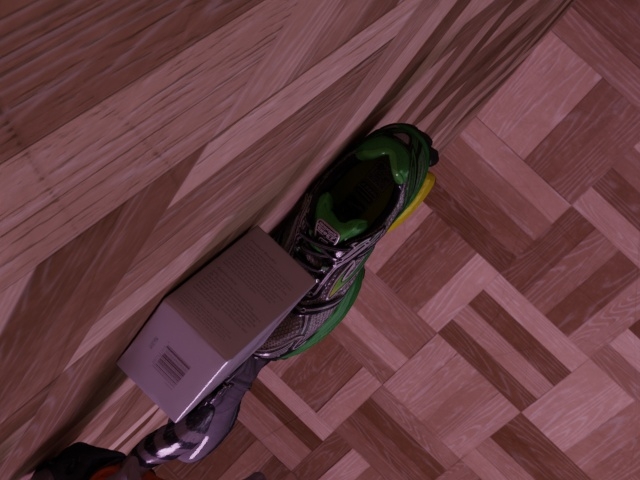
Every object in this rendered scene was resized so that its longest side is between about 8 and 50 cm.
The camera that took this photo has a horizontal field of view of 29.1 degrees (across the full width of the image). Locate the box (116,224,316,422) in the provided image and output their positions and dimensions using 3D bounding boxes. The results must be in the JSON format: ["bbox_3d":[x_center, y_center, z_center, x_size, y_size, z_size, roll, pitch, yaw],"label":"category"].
[{"bbox_3d":[-0.107,0.085,1.284,0.170,0.091,0.130,-41,173,-49],"label":"box"}]

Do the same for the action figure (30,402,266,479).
[{"bbox_3d":[-0.193,0.283,1.408,0.341,0.178,0.330,0,170,-45],"label":"action figure"}]

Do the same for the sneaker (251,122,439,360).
[{"bbox_3d":[0.000,0.000,1.483,0.343,0.134,0.146,-56,167,13],"label":"sneaker"}]

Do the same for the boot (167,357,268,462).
[{"bbox_3d":[-0.202,0.263,2.078,0.338,0.118,0.223,-60,169,20],"label":"boot"}]
